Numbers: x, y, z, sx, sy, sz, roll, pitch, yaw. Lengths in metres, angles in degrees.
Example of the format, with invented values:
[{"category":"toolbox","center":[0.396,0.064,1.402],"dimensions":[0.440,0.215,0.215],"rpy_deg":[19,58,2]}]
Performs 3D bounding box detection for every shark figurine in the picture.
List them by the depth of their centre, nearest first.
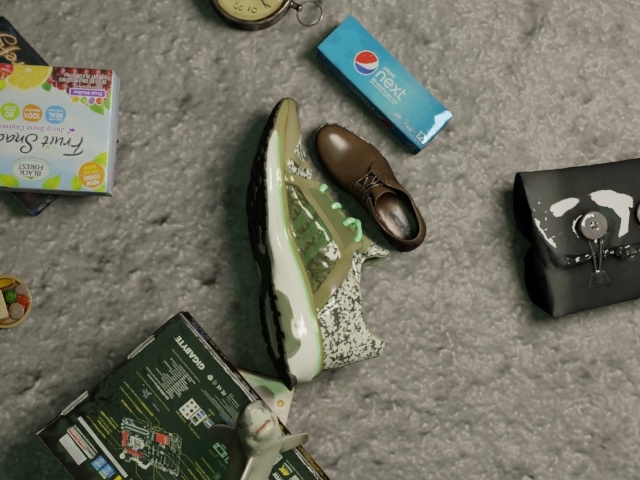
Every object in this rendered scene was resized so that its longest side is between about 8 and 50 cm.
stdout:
[{"category":"shark figurine","center":[-0.125,0.303,1.402],"dimensions":[0.116,0.166,0.278],"rpy_deg":[35,106,26]}]

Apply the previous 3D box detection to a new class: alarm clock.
[{"category":"alarm clock","center":[-0.084,-0.363,1.580],"dimensions":[0.192,0.064,0.129],"rpy_deg":[27,87,2]}]

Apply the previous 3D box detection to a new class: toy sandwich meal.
[{"category":"toy sandwich meal","center":[-0.461,0.089,1.566],"dimensions":[0.085,0.029,0.086],"rpy_deg":[0,87,-1]}]

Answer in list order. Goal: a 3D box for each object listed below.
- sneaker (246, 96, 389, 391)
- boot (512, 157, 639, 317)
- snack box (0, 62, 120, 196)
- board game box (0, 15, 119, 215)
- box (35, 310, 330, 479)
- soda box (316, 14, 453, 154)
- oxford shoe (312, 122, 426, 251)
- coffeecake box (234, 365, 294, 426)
[{"category":"sneaker","center":[0.000,0.000,1.530],"dimensions":[0.182,0.158,0.411],"rpy_deg":[-4,82,-16]},{"category":"boot","center":[0.490,-0.111,1.552],"dimensions":[0.445,0.146,0.367],"rpy_deg":[-12,86,3]},{"category":"snack box","center":[-0.391,-0.154,1.516],"dimensions":[0.207,0.070,0.175],"rpy_deg":[4,87,0]},{"category":"board game box","center":[-0.437,-0.180,1.574],"dimensions":[0.165,0.042,0.243],"rpy_deg":[-43,89,-3]},{"category":"box","center":[-0.181,0.296,1.472],"dimensions":[0.257,0.079,0.322],"rpy_deg":[-41,88,0]},{"category":"soda box","center":[0.092,-0.224,1.575],"dimensions":[0.210,0.067,0.071],"rpy_deg":[45,87,1]},{"category":"oxford shoe","center":[0.075,-0.085,1.555],"dimensions":[0.083,0.096,0.227],"rpy_deg":[-43,87,-1]},{"category":"coffeecake box","center":[-0.126,0.276,1.545],"dimensions":[0.142,0.068,0.186],"rpy_deg":[14,87,-1]}]
